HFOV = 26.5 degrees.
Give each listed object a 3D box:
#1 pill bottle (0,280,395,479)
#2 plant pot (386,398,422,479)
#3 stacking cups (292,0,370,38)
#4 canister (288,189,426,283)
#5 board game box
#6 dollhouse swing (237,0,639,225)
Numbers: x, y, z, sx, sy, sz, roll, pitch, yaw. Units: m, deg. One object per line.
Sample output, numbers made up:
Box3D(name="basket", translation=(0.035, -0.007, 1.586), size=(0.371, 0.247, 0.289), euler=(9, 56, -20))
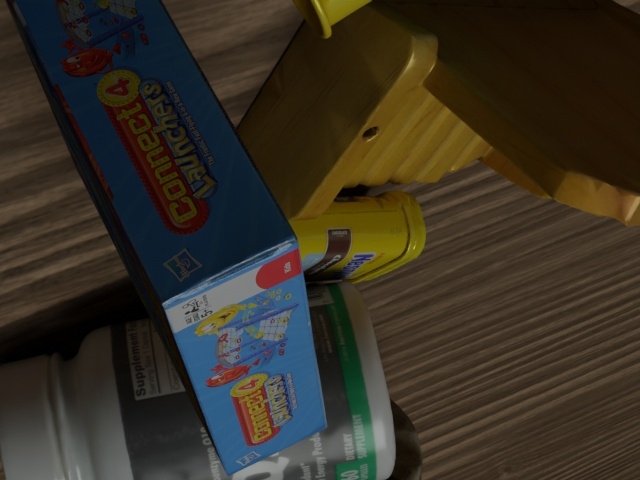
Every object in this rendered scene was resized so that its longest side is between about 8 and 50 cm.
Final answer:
Box3D(name="pill bottle", translation=(-0.121, 0.170, 1.331), size=(0.361, 0.204, 0.204), euler=(-11, 151, -5))
Box3D(name="plant pot", translation=(0.004, 0.354, 1.753), size=(0.333, 0.334, 0.305), euler=(-17, 140, -24))
Box3D(name="stacking cups", translation=(0.109, -0.273, 0.995), size=(0.316, 0.096, 0.096), euler=(-34, 154, -4))
Box3D(name="canister", translation=(0.000, 0.000, 1.335), size=(0.170, 0.073, 0.126), euler=(-3, 163, -39))
Box3D(name="board game box", translation=(-0.107, -0.027, 0.946), size=(0.086, 0.302, 0.308), euler=(-25, 153, -9))
Box3D(name="dollhouse swing", translation=(0.169, -0.054, 1.177), size=(0.346, 0.305, 0.315), euler=(-6, 145, -40))
